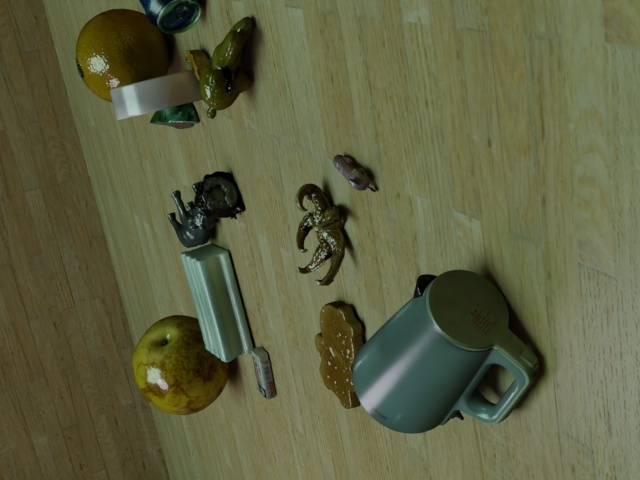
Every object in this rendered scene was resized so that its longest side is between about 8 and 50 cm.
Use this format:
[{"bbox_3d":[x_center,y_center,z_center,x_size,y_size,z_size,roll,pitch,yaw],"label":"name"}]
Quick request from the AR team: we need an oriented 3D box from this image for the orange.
[{"bbox_3d":[-0.458,-0.425,2.228,0.236,0.236,0.236,50,150,43],"label":"orange"}]

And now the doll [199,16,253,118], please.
[{"bbox_3d":[-0.163,-0.320,1.779,0.209,0.097,0.137,131,157,-58],"label":"doll"}]

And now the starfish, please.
[{"bbox_3d":[-0.001,0.001,1.657,0.146,0.074,0.190,56,154,37],"label":"starfish"}]

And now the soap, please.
[{"bbox_3d":[-0.255,0.152,2.382,0.160,0.087,0.265,16,121,65],"label":"soap"}]

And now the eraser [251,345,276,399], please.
[{"bbox_3d":[-0.137,0.318,2.312,0.052,0.029,0.122,34,138,57],"label":"eraser"}]

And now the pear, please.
[{"bbox_3d":[-0.373,0.338,2.601,0.281,0.280,0.281,50,150,43],"label":"pear"}]

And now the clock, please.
[{"bbox_3d":[-0.351,-0.315,2.077,0.197,0.197,0.068,9,115,66],"label":"clock"}]

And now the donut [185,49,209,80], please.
[{"bbox_3d":[-0.254,-0.369,2.019,0.083,0.038,0.067,-152,45,-67],"label":"donut"}]

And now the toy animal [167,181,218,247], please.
[{"bbox_3d":[-0.301,-0.067,2.328,0.137,0.082,0.269,64,154,10],"label":"toy animal"}]

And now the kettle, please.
[{"bbox_3d":[0.173,0.165,1.300,0.210,0.160,0.243,46,147,11],"label":"kettle"}]

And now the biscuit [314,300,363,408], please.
[{"bbox_3d":[0.041,0.203,1.779,0.166,0.036,0.226,43,143,49],"label":"biscuit"}]

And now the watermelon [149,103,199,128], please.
[{"bbox_3d":[-0.329,-0.302,2.251,0.155,0.080,0.101,25,95,65],"label":"watermelon"}]

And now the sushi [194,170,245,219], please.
[{"bbox_3d":[-0.223,-0.097,2.117,0.084,0.098,0.094,144,125,-64],"label":"sushi"}]

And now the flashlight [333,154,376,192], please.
[{"bbox_3d":[0.050,-0.108,1.506,0.031,0.052,0.110,-60,34,15],"label":"flashlight"}]

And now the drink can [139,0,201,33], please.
[{"bbox_3d":[-0.322,-0.520,1.948,0.205,0.118,0.118,62,157,24],"label":"drink can"}]
